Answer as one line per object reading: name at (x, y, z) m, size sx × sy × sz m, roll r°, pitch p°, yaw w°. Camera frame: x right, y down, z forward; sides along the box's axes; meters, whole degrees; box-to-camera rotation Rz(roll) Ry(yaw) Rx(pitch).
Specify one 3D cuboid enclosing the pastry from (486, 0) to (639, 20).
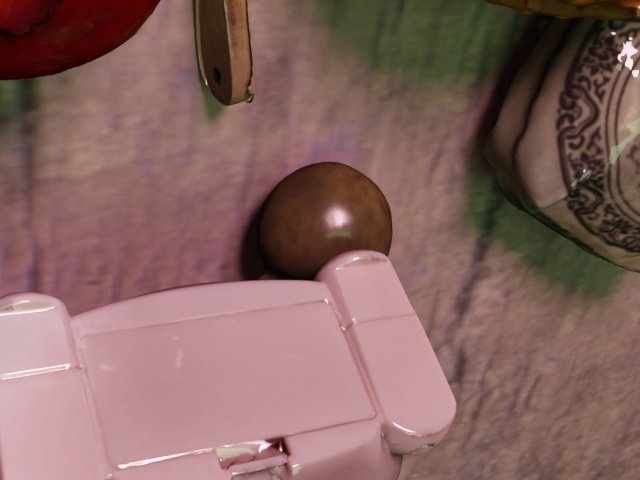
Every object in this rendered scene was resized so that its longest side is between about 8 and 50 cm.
pastry at (0.152, -0.283, 0.609) m, size 0.316 × 0.184 × 0.284 m, roll 4°, pitch 109°, yaw -27°

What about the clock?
clock at (-0.096, 0.165, 0.718) m, size 0.342 × 0.184 × 0.325 m, roll -2°, pitch 148°, yaw -21°

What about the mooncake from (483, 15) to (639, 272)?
mooncake at (0.270, -0.102, 0.805) m, size 0.254 × 0.136 × 0.250 m, roll 21°, pitch 103°, yaw -34°

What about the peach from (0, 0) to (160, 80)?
peach at (-0.176, -0.246, 0.468) m, size 0.258 × 0.201 × 0.361 m, roll -1°, pitch 108°, yaw 9°

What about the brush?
brush at (-0.051, -0.240, 0.615) m, size 0.065 × 0.070 × 0.327 m, roll -19°, pitch 126°, yaw -28°

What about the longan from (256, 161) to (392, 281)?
longan at (0.000, 0.000, 0.753) m, size 0.106 × 0.106 × 0.119 m, roll 37°, pitch 93°, yaw -37°
